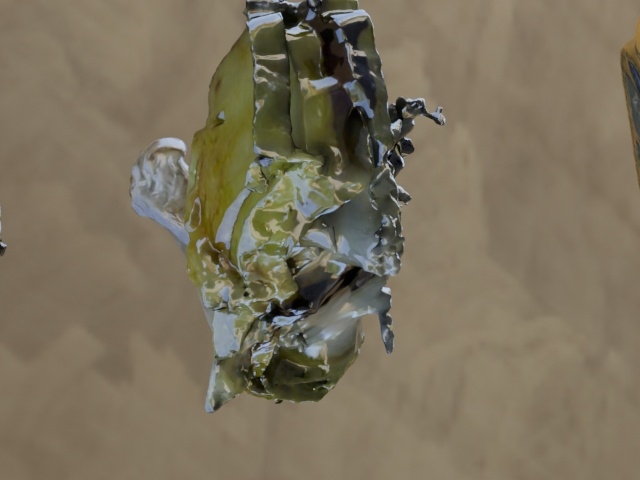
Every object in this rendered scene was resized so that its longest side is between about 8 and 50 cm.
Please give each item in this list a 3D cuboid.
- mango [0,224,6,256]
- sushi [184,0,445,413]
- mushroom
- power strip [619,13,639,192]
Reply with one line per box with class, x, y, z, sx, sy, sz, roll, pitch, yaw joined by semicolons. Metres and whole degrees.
mango;-0.259;0.004;1.034;0.085;0.191;0.122;-98;-9;-77
sushi;-0.007;0.000;1.021;0.291;0.131;0.139;106;162;-60
mushroom;-0.071;0.022;1.543;0.093;0.116;0.225;-46;-73;-15
power strip;0.123;-0.022;0.658;0.178;0.028;0.049;71;180;-48
